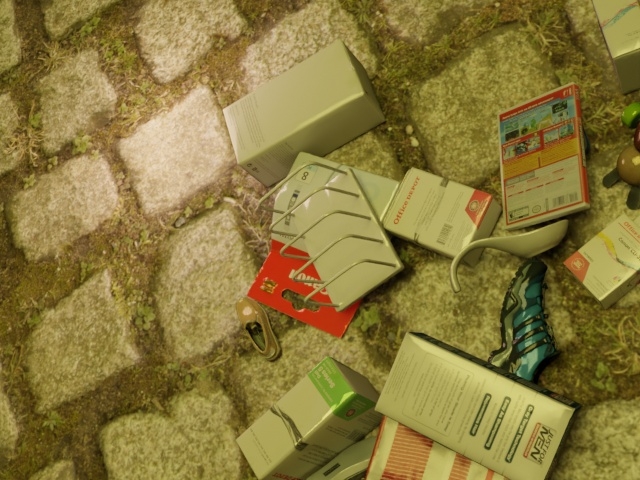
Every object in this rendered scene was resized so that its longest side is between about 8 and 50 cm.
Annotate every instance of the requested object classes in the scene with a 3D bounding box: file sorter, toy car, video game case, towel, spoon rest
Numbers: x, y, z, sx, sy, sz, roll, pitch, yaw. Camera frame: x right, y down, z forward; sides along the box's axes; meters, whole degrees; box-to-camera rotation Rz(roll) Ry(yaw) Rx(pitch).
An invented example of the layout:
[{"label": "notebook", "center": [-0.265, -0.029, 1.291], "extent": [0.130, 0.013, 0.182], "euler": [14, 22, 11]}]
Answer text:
[{"label": "file sorter", "center": [0.013, -0.009, 1.914], "extent": [0.193, 0.173, 0.277], "euler": [-38, 65, 25]}, {"label": "toy car", "center": [0.668, -0.161, 1.761], "extent": [0.155, 0.149, 0.188], "euler": [53, 127, 38]}, {"label": "video game case", "center": [0.477, -0.179, 1.855], "extent": [0.204, 0.025, 0.285], "euler": [-19, 63, 46]}, {"label": "towel", "center": [0.269, 0.427, 1.716], "extent": [0.329, 0.037, 0.237], "euler": [13, 75, 21]}, {"label": "spoon rest", "center": [0.388, 0.016, 1.790], "extent": [0.277, 0.137, 0.084], "euler": [-26, 83, 1]}]

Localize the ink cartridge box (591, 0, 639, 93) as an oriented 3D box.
[{"label": "ink cartridge box", "center": [0.657, -0.448, 1.849], "extent": [0.093, 0.154, 0.212], "euler": [-20, 61, 20]}]

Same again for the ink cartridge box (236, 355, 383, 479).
[{"label": "ink cartridge box", "center": [-0.013, 0.395, 1.822], "extent": [0.273, 0.198, 0.114], "euler": [-42, 55, 6]}]

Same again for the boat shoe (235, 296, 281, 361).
[{"label": "boat shoe", "center": [-0.158, 0.203, 2.061], "extent": [0.068, 0.072, 0.190], "euler": [-43, 55, 6]}]

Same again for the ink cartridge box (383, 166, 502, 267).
[{"label": "ink cartridge box", "center": [0.272, -0.052, 1.923], "extent": [0.218, 0.092, 0.158], "euler": [24, 86, 33]}]

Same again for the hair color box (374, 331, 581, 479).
[{"label": "hair color box", "center": [0.300, 0.322, 1.652], "extent": [0.347, 0.105, 0.173], "euler": [24, 94, 25]}]

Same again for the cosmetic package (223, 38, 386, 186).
[{"label": "cosmetic package", "center": [-0.044, -0.319, 2.177], "extent": [0.366, 0.155, 0.196], "euler": [-26, 59, 16]}]

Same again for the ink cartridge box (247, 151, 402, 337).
[{"label": "ink cartridge box", "center": [0.000, 0.000, 2.054], "extent": [0.308, 0.091, 0.384], "euler": [21, 79, 34]}]

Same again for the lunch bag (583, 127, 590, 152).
[{"label": "lunch bag", "center": [0.540, -0.226, 1.872], "extent": [0.067, 0.065, 0.098], "euler": [-32, 54, 36]}]

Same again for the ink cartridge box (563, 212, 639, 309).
[{"label": "ink cartridge box", "center": [0.606, 0.029, 1.723], "extent": [0.198, 0.067, 0.115], "euler": [-41, 55, 7]}]

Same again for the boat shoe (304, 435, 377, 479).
[{"label": "boat shoe", "center": [0.061, 0.500, 1.810], "extent": [0.229, 0.076, 0.080], "euler": [-32, 22, -14]}]

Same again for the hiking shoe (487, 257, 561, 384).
[{"label": "hiking shoe", "center": [0.429, 0.190, 1.738], "extent": [0.132, 0.113, 0.303], "euler": [13, 86, 25]}]
